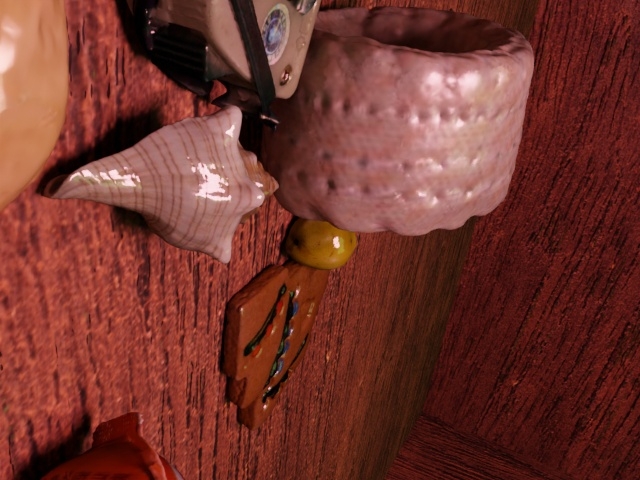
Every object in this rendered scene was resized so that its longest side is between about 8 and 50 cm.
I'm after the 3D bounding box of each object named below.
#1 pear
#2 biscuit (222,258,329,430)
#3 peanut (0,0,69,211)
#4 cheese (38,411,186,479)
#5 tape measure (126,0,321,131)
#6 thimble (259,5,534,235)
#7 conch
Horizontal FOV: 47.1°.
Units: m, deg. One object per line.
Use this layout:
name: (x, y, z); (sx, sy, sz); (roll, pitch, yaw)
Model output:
pear: (0.000, 0.000, 1.009); (0.097, 0.092, 0.092); (-26, 145, -17)
biscuit: (-0.067, 0.136, 1.037); (0.278, 0.043, 0.301); (-67, 161, -8)
peanut: (-0.199, -0.044, 0.339); (0.147, 0.148, 0.318); (1, 106, -70)
cheese: (-0.188, 0.311, 0.613); (0.129, 0.217, 0.329); (23, 53, -38)
tape measure: (-0.064, -0.208, 0.580); (0.207, 0.115, 0.235); (-19, 127, -69)
thimble: (0.075, -0.144, 0.799); (0.291, 0.292, 0.195); (-41, 143, -55)
conch: (-0.097, -0.045, 0.625); (0.137, 0.114, 0.234); (-43, 173, 10)
